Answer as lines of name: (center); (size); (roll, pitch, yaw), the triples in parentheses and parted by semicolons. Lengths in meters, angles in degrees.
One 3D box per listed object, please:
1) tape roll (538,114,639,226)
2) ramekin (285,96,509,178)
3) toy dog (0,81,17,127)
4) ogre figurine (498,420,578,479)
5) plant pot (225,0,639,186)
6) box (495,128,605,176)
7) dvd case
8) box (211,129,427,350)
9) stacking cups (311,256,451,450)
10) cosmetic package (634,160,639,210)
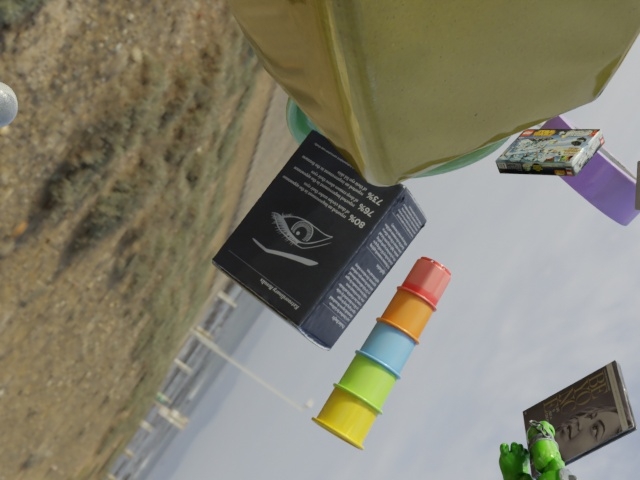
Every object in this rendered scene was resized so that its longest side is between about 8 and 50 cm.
tape roll: (0.574, -0.154, 1.885); (0.090, 0.275, 0.275); (-49, -178, 19)
ramekin: (0.107, -0.219, 1.180); (0.303, 0.303, 0.148); (125, -31, -60)
toy dog: (-0.651, -0.224, 1.342); (0.220, 0.333, 0.161); (-55, -138, 14)
ogre figurine: (0.214, 0.296, 0.975); (0.197, 0.097, 0.118); (-35, -167, -10)
plant pot: (0.049, -0.156, 0.435); (0.212, 0.212, 0.187); (-24, 136, -15)
box: (0.349, -0.135, 1.359); (0.137, 0.027, 0.094); (8, -136, 48)
dvd case: (0.478, 0.336, 1.669); (0.221, 0.018, 0.164); (-37, -154, 28)
box: (0.000, 0.000, 1.065); (0.207, 0.153, 0.108); (-52, 151, -4)
stacking cups: (0.100, 0.168, 1.409); (0.316, 0.096, 0.096); (-61, -179, -12)
cosmetic package: (0.708, -0.095, 1.618); (0.127, 0.238, 0.107); (-9, 100, -44)
